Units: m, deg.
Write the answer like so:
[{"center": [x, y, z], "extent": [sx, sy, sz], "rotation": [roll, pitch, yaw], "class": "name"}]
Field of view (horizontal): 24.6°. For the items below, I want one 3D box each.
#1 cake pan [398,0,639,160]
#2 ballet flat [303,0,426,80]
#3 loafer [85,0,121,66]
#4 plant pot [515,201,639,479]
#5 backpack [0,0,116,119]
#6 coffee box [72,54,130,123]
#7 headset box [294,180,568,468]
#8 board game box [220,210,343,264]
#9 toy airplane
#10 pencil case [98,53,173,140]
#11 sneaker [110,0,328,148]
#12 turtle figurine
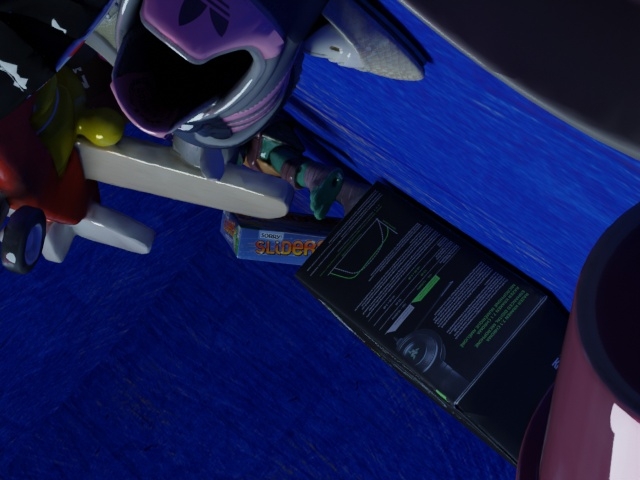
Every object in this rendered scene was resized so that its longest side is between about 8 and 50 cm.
[{"center": [0.041, -0.132, 0.441], "extent": [0.293, 0.054, 0.293], "rotation": [41, 176, 3], "class": "cake pan"}, {"center": [-0.011, -0.141, 0.869], "extent": [0.168, 0.052, 0.057], "rotation": [42, 177, -13], "class": "ballet flat"}, {"center": [-0.156, -0.203, 1.295], "extent": [0.268, 0.092, 0.102], "rotation": [28, -146, 8], "class": "loafer"}, {"center": [0.173, 0.077, 0.591], "extent": [0.201, 0.201, 0.180], "rotation": [39, 160, 37], "class": "plant pot"}, {"center": [-0.231, -0.208, 0.845], "extent": [0.263, 0.276, 0.213], "rotation": [44, -152, -12], "class": "backpack"}, {"center": [-0.319, -0.231, 1.689], "extent": [0.246, 0.141, 0.098], "rotation": [63, -177, 19], "class": "coffee box"}, {"center": [0.153, 0.105, 1.422], "extent": [0.283, 0.131, 0.246], "rotation": [37, 175, 46], "class": "headset box"}, {"center": [0.000, 0.000, 1.592], "extent": [0.201, 0.035, 0.136], "rotation": [6, -170, -13], "class": "board game box"}, {"center": [-0.264, -0.112, 1.430], "extent": [0.386, 0.272, 0.384], "rotation": [15, 180, -36], "class": "toy airplane"}, {"center": [-0.180, -0.195, 1.617], "extent": [0.095, 0.098, 0.209], "rotation": [24, 167, 37], "class": "pencil case"}, {"center": [-0.072, -0.102, 0.789], "extent": [0.112, 0.131, 0.319], "rotation": [36, 159, 1], "class": "sneaker"}, {"center": [-0.063, -0.079, 1.579], "extent": [0.234, 0.118, 0.175], "rotation": [22, -164, 33], "class": "turtle figurine"}]
